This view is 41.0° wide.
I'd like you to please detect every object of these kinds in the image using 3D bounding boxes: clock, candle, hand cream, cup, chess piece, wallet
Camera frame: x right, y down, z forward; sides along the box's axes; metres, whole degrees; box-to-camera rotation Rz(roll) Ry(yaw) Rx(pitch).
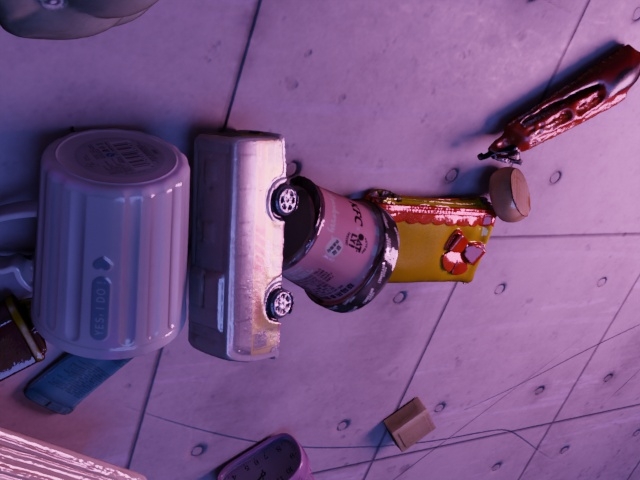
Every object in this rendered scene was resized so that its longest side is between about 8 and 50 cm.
[{"bbox_3d":[-0.083,0.381,1.359,0.153,0.110,0.050,-30,140,-13],"label":"clock"},{"bbox_3d":[0.349,-0.190,1.233,0.302,0.059,0.084,-29,124,-15],"label":"candle"},{"bbox_3d":[-0.268,0.142,1.087,0.224,0.048,0.083,-38,137,6],"label":"hand cream"},{"bbox_3d":[-0.242,0.003,0.896,0.221,0.167,0.202,-11,127,-32],"label":"cup"},{"bbox_3d":[0.281,-0.068,1.268,0.038,0.083,0.084,-15,149,32],"label":"chess piece"},{"bbox_3d":[0.149,0.000,1.242,0.241,0.067,0.141,0,122,-35],"label":"wallet"}]

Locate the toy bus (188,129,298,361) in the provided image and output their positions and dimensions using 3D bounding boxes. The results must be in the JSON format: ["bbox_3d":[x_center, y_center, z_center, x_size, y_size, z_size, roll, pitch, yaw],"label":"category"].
[{"bbox_3d":[-0.094,0.009,0.983,0.106,0.092,0.268,-8,104,-48],"label":"toy bus"}]

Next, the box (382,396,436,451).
[{"bbox_3d":[0.162,0.334,1.550,0.079,0.035,0.083,-33,138,-8],"label":"box"}]

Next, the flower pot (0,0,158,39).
[{"bbox_3d":[-0.191,-0.278,0.646,0.195,0.246,0.246,-27,136,-12],"label":"flower pot"}]

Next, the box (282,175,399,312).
[{"bbox_3d":[0.000,0.000,1.082,0.135,0.151,0.151,28,106,-36],"label":"box"}]

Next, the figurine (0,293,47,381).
[{"bbox_3d":[-0.375,0.103,0.960,0.154,0.082,0.098,-30,114,-12],"label":"figurine"}]

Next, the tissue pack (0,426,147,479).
[{"bbox_3d":[-0.377,0.272,1.028,0.325,0.170,0.071,38,56,-47],"label":"tissue pack"}]
